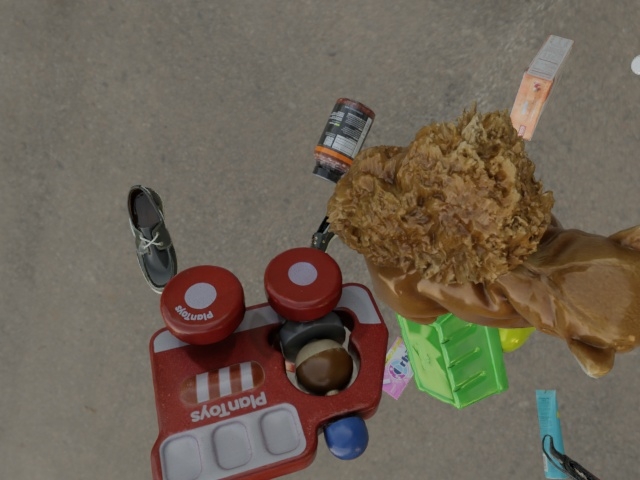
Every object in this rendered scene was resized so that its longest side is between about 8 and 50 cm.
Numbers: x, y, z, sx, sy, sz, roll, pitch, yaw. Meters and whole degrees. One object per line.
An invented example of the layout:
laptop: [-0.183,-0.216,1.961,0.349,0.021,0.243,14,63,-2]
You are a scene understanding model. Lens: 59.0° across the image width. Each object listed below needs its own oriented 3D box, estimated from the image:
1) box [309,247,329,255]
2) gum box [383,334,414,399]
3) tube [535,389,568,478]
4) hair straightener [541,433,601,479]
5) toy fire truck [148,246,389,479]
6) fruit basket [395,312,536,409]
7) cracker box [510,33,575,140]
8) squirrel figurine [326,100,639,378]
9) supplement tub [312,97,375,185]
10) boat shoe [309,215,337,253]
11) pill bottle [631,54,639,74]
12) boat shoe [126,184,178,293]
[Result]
box: [0.010,0.054,1.609,0.067,0.018,0.083,22,160,46]
gum box: [0.258,0.420,1.861,0.107,0.062,0.188,33,98,20]
tube: [0.568,0.475,1.395,0.080,0.052,0.207,143,127,-65]
hair straightener: [0.468,0.410,0.941,0.230,0.089,0.047,41,97,35]
toy fire truck: [-0.057,0.163,0.691,0.302,0.253,0.169,-11,140,-12]
fruit basket: [0.434,0.245,1.605,0.283,0.392,0.392,14,126,52]
cracker box: [0.515,-0.361,1.324,0.067,0.232,0.155,25,139,19]
squirrel figurine: [0.218,0.014,0.718,0.370,0.397,0.281,31,91,49]
supplement tub: [0.049,-0.236,1.368,0.106,0.106,0.197,25,92,12]
boat shoe: [-0.001,0.000,1.115,0.042,0.133,0.049,42,163,-25]
pill bottle: [0.695,-0.377,1.212,0.043,0.083,0.043,15,113,40]
boat shoe: [-0.353,-0.003,1.170,0.084,0.079,0.233,-15,77,-2]
